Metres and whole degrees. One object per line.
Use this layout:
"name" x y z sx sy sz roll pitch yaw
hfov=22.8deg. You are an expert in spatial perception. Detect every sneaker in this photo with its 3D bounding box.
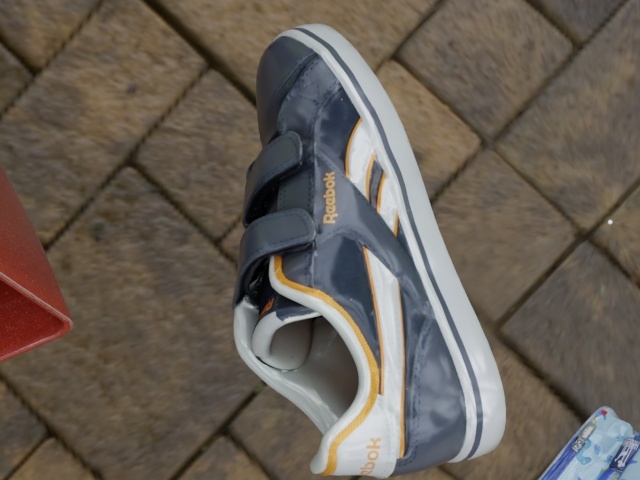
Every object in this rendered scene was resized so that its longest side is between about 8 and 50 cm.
"sneaker" 0.000 0.000 1.012 0.127 0.126 0.321 -12 62 -22

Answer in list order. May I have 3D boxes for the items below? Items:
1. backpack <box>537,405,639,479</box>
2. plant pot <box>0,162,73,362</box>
"backpack" 0.120 0.132 0.632 0.084 0.105 0.114 27 64 30
"plant pot" -0.374 -0.030 1.145 0.267 0.267 0.236 -23 61 10
